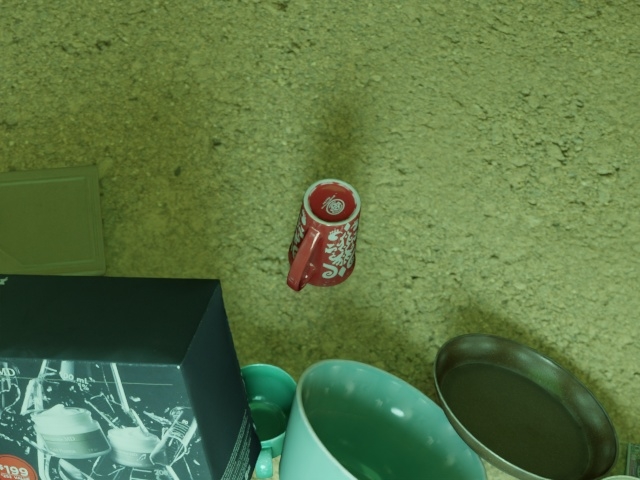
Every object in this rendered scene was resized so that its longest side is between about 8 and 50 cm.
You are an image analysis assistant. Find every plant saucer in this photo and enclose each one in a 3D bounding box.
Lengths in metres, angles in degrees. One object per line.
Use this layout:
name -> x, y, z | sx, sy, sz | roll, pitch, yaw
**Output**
plant saucer -> 0.302, 0.263, 1.963 | 0.311, 0.050, 0.310 | 19, 31, -12

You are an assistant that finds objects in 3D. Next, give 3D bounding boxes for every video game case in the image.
video game case -> 0.531, 0.365, 2.009 | 0.122, 0.011, 0.087 | 13, 57, 1

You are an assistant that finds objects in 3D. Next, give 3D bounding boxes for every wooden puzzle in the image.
wooden puzzle -> -0.468, -0.021, 2.128 | 0.221, 0.044, 0.238 | -5, 54, -9

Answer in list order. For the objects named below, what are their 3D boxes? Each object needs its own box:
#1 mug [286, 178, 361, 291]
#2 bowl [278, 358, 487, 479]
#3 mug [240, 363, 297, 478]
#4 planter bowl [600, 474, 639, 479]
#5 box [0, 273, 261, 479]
mug -> 0.010, -0.001, 2.090 | 0.113, 0.169, 0.150 | 7, 57, -3
bowl -> 0.065, 0.331, 1.845 | 0.312, 0.163, 0.311 | 27, 24, -13
mug -> -0.097, 0.273, 1.942 | 0.129, 0.097, 0.157 | 24, 60, 13
planter bowl -> 0.425, 0.432, 1.888 | 0.162, 0.109, 0.162 | 5, 66, -11
box -> -0.287, 0.221, 1.756 | 0.343, 0.312, 0.179 | 0, 35, 16
